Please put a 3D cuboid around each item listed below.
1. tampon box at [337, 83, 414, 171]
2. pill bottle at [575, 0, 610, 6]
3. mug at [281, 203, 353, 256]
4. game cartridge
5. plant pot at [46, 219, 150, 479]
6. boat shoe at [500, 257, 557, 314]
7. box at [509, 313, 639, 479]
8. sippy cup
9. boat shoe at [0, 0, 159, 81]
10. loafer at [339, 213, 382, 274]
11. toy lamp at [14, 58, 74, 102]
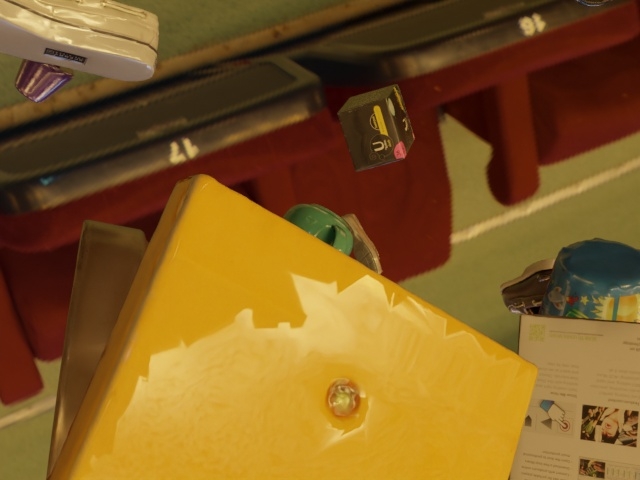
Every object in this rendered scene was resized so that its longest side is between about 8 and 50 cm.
[{"bbox_3d":[0.109,-0.219,2.016,0.101,0.161,0.120,-15,105,16],"label":"tampon box"},{"bbox_3d":[0.456,-0.511,1.875,0.123,0.219,0.123,-6,123,-9],"label":"pill bottle"},{"bbox_3d":[0.000,0.002,1.750,0.097,0.158,0.129,-59,147,-12],"label":"mug"},{"bbox_3d":[-0.023,0.166,0.627,0.285,0.053,0.323,31,70,-25],"label":"game cartridge"},{"bbox_3d":[-0.124,0.157,1.071,0.280,0.323,0.323,8,114,-11],"label":"plant pot"},{"bbox_3d":[0.462,0.119,2.227,0.117,0.096,0.324,-5,165,-9],"label":"boat shoe"},{"bbox_3d":[0.320,0.247,1.144,0.058,0.232,0.322,12,82,-52],"label":"box"},{"bbox_3d":[0.482,0.127,1.824,0.240,0.305,0.224,-19,126,-28],"label":"sippy cup"},{"bbox_3d":[-0.311,-0.259,1.194,0.267,0.096,0.088,11,72,-20],"label":"boat shoe"},{"bbox_3d":[0.077,0.006,1.868,0.039,0.125,0.045,-28,174,-42],"label":"loafer"},{"bbox_3d":[-0.343,-0.317,1.513,0.080,0.080,0.274,32,102,-40],"label":"toy lamp"}]
